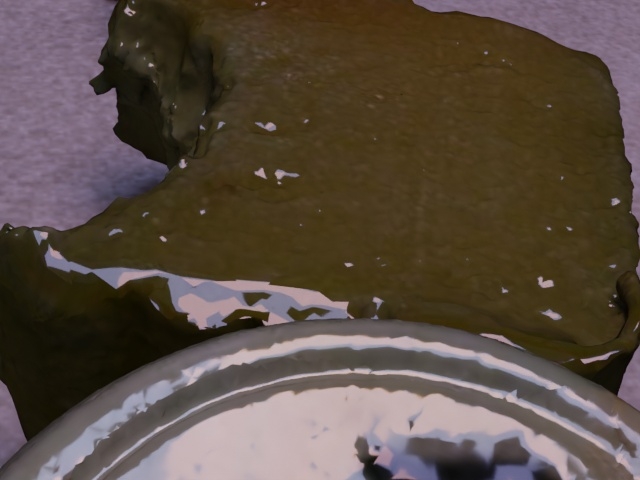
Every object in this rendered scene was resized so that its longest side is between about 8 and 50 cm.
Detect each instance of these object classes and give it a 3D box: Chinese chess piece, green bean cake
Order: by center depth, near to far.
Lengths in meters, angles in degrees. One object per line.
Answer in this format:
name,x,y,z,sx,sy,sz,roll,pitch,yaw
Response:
Chinese chess piece,0.011,0.139,0.335,0.250,0.101,0.250,2,57,-4
green bean cake,0.000,0.000,0.536,0.233,0.124,0.236,11,39,1
